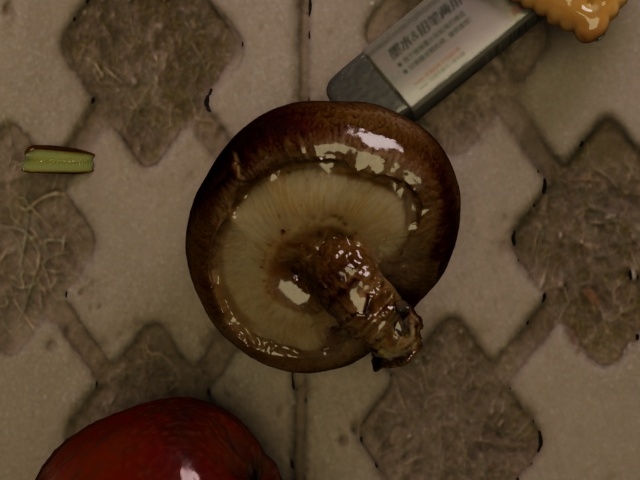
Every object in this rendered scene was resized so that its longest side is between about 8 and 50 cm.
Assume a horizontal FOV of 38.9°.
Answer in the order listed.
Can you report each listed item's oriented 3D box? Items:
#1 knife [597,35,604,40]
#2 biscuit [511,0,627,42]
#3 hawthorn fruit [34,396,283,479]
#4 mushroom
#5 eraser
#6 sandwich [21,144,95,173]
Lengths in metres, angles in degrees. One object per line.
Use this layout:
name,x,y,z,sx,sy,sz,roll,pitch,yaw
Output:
knife,0.292,-0.261,0.969,0.027,0.010,0.096,-4,94,10
biscuit,0.211,-0.319,0.901,0.249,0.030,0.160,37,91,13
hawthorn fruit,-0.162,0.291,0.891,0.299,0.275,0.276,-6,91,5
mushroom,0.008,0.001,0.908,0.278,0.163,0.297,48,114,6
eraser,0.163,-0.235,0.948,0.352,0.061,0.089,-38,80,5
sandwich,-0.296,-0.089,1.003,0.044,0.083,0.031,16,101,47
